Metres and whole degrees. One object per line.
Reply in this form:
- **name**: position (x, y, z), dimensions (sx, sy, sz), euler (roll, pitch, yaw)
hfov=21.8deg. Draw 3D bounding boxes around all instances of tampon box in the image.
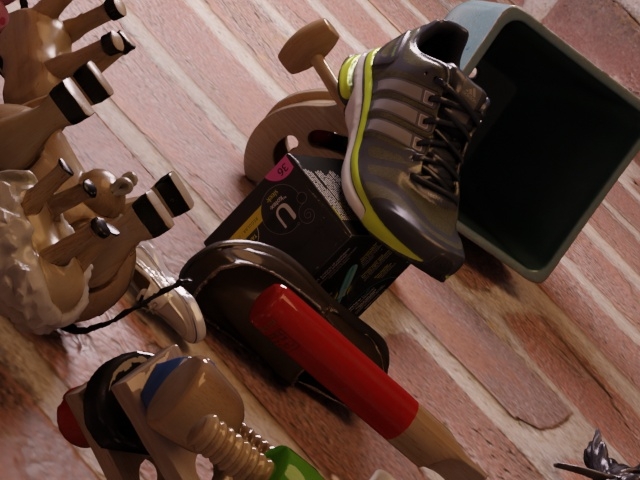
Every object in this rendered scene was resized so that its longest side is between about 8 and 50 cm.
- **tampon box**: position (0.000, 0.000, 1.499), dimensions (0.101, 0.120, 0.161), euler (52, 22, 21)

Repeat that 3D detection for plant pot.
- **plant pot**: position (0.202, -0.142, 2.004), dimensions (0.247, 0.247, 0.252), euler (33, 6, -23)

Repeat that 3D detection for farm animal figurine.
- **farm animal figurine**: position (-0.228, -0.074, 1.196), dimensions (0.326, 0.172, 0.330), euler (59, 15, 8)

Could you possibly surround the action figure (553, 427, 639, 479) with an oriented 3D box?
- **action figure**: position (0.351, 0.259, 1.604), dimensions (0.276, 0.141, 0.164), euler (29, 36, -37)

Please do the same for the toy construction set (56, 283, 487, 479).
- **toy construction set**: position (-0.043, 0.189, 0.824), dimensions (0.237, 0.309, 0.257), euler (41, 28, -19)

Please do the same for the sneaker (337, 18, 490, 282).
- **sneaker**: position (0.090, -0.092, 1.473), dimensions (0.111, 0.121, 0.300), euler (31, 35, -34)

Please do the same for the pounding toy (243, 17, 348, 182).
- **pounding toy**: position (0.008, -0.070, 1.648), dimensions (0.269, 0.154, 0.155), euler (59, 18, -11)

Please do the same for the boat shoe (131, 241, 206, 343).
- **boat shoe**: position (-0.129, 0.044, 1.311), dimensions (0.035, 0.035, 0.100), euler (-21, 66, -37)

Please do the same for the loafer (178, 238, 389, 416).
- **loafer**: position (-0.020, 0.074, 1.372), dimensions (0.220, 0.080, 0.078), euler (31, 23, -28)

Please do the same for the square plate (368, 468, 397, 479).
- **square plate**: position (0.115, 0.342, 1.129), dimensions (0.344, 0.049, 0.347), euler (43, 20, 2)
